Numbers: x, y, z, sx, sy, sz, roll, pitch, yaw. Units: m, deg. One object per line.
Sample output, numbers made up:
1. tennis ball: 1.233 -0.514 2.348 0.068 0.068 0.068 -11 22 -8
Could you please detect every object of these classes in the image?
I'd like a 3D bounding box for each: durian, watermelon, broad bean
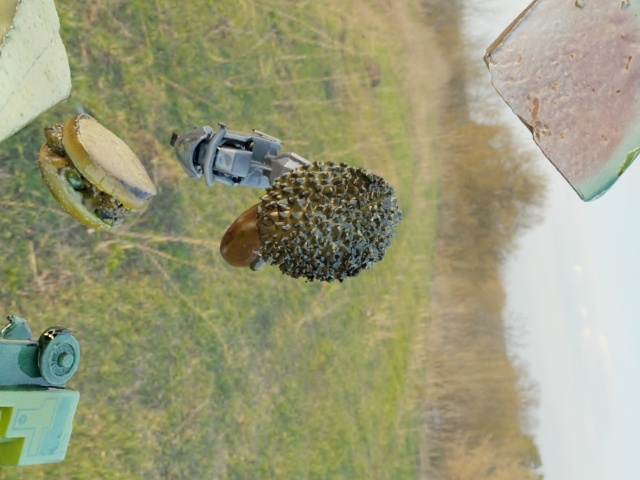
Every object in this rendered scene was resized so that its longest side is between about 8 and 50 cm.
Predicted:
1. durian: 0.000 0.000 0.866 0.148 0.188 0.091 44 31 -41
2. watermelon: 0.389 -0.251 1.152 0.292 0.222 0.319 51 30 6
3. broad bean: -0.127 -0.007 1.569 0.165 0.114 0.084 -54 -155 36

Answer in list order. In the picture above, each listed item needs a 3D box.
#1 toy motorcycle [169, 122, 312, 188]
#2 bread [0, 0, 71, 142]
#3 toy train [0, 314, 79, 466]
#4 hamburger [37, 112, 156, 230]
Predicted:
1. toy motorcycle: -0.090 -0.101 1.012 0.122 0.215 0.080 -58 165 -77
2. bread: -0.513 -0.235 1.017 0.405 0.346 0.242 -63 144 -67
3. toy train: -0.523 0.230 1.239 0.369 0.150 0.237 23 80 -63
4. hamburger: -0.364 -0.110 1.285 0.191 0.118 0.182 50 7 -25
